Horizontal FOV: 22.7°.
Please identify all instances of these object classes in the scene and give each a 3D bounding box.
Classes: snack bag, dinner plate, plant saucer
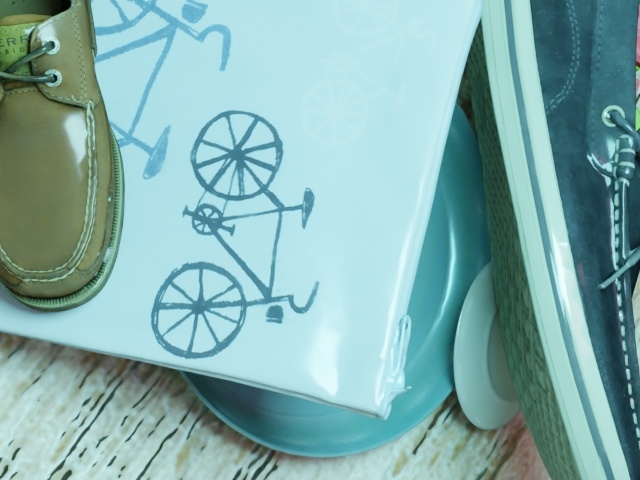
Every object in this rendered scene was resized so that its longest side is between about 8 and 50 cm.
[{"bbox_3d":[-0.078,-0.068,1.066,0.343,0.037,0.323,12,73,6],"label":"snack bag"},{"bbox_3d":[0.148,0.081,1.257,0.141,0.017,0.141,-13,106,-54],"label":"dinner plate"},{"bbox_3d":[0.000,0.000,1.182,0.318,0.044,0.317,0,90,-34],"label":"plant saucer"}]

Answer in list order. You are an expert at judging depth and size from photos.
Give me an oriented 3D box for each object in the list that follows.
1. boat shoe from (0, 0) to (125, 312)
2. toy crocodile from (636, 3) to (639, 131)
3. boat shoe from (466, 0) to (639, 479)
[{"bbox_3d":[-0.194,-0.110,1.008,0.111,0.104,0.307,-11,72,-2],"label":"boat shoe"},{"bbox_3d":[0.232,-0.162,1.324,0.115,0.105,0.340,24,72,-26],"label":"toy crocodile"},{"bbox_3d":[0.199,-0.045,1.163,0.156,0.187,0.500,-5,76,-2],"label":"boat shoe"}]
